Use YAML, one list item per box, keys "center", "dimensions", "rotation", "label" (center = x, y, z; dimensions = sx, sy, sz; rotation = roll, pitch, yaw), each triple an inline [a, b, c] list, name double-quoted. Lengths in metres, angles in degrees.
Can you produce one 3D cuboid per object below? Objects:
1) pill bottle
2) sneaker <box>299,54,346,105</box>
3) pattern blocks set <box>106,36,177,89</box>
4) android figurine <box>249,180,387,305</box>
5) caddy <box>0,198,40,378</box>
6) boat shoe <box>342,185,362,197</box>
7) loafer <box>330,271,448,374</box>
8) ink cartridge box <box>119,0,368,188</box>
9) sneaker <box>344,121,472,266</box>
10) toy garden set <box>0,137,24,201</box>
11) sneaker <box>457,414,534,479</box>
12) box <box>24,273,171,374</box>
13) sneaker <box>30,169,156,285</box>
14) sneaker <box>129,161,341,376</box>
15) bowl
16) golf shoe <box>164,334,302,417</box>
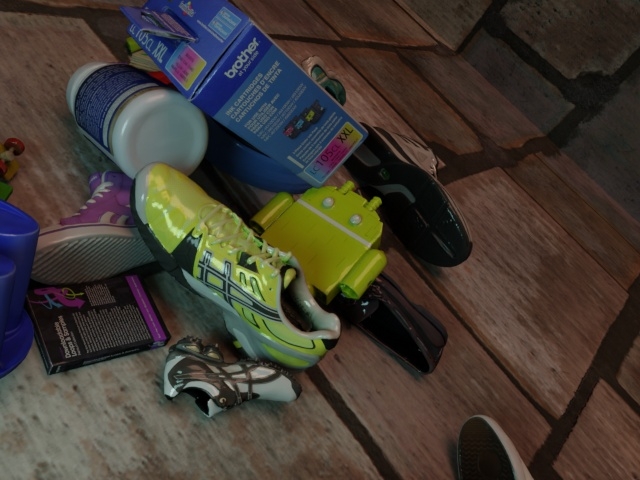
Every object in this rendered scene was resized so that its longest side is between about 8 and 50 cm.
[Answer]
- center: [-0.312, -0.203, 0.898]
  dimensions: [0.153, 0.153, 0.265]
  rotation: [-5, 30, -43]
  label: "pill bottle"
- center: [0.005, -0.385, 1.437]
  dimensions: [0.109, 0.107, 0.275]
  rotation: [65, 18, 9]
  label: "sneaker"
- center: [-0.308, -0.403, 1.190]
  dimensions: [0.286, 0.026, 0.325]
  rotation: [30, 46, 28]
  label: "pattern blocks set"
- center: [0.000, 0.000, 0.963]
  dimensions: [0.248, 0.056, 0.273]
  rotation: [35, 66, 22]
  label: "android figurine"
- center: [-0.464, 0.039, 0.547]
  dimensions: [0.342, 0.179, 0.241]
  rotation: [21, 17, -22]
  label: "caddy"
- center: [0.088, -0.074, 1.248]
  dimensions: [0.043, 0.049, 0.137]
  rotation: [11, 39, -35]
  label: "boat shoe"
- center: [0.104, 0.131, 0.993]
  dimensions: [0.303, 0.109, 0.095]
  rotation: [35, 41, -8]
  label: "loafer"
- center: [-0.133, -0.278, 0.905]
  dimensions: [0.270, 0.151, 0.395]
  rotation: [48, 10, 37]
  label: "ink cartridge box"
- center: [0.268, -0.135, 1.362]
  dimensions: [0.258, 0.169, 0.447]
  rotation: [-9, 54, -43]
  label: "sneaker"
- center: [-0.549, -0.102, 0.735]
  dimensions: [0.244, 0.049, 0.203]
  rotation: [23, 40, -18]
  label: "toy garden set"
- center: [0.313, 0.424, 0.867]
  dimensions: [0.123, 0.106, 0.290]
  rotation: [14, 49, -44]
  label: "sneaker"
- center: [-0.299, 0.107, 0.734]
  dimensions: [0.162, 0.029, 0.116]
  rotation: [-6, 54, -45]
  label: "box"
- center: [-0.333, -0.030, 0.804]
  dimensions: [0.161, 0.102, 0.282]
  rotation: [45, 26, 15]
  label: "sneaker"
- center: [-0.112, 0.030, 0.800]
  dimensions: [0.384, 0.147, 0.145]
  rotation: [50, 37, -14]
  label: "sneaker"
- center: [-0.136, -0.272, 1.245]
  dimensions: [0.391, 0.077, 0.391]
  rotation: [23, 38, -20]
  label: "bowl"
- center: [-0.123, 0.206, 0.753]
  dimensions: [0.198, 0.077, 0.093]
  rotation: [21, 53, -16]
  label: "golf shoe"
